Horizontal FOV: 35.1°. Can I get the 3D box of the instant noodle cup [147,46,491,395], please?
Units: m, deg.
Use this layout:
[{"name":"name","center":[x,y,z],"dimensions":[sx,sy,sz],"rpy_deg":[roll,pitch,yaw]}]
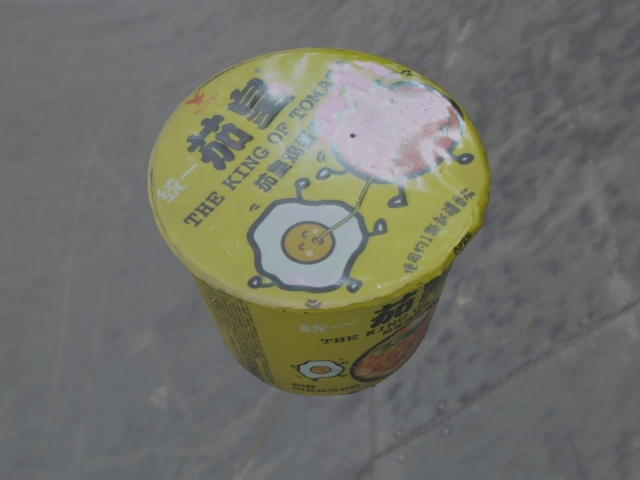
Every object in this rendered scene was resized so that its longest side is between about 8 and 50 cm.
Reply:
[{"name":"instant noodle cup","center":[0.000,0.000,1.051],"dimensions":[0.254,0.326,0.325],"rpy_deg":[88,-160,-54]}]
